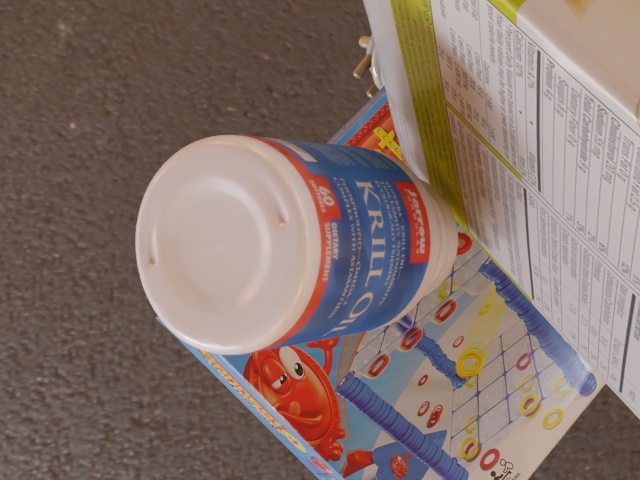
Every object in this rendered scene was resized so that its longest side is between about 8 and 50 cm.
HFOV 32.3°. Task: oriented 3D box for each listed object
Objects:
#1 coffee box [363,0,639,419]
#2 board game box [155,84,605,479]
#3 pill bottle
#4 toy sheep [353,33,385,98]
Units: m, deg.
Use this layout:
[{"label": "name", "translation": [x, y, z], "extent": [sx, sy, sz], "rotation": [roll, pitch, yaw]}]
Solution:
[{"label": "coffee box", "translation": [0.254, -0.119, 0.646], "extent": [0.337, 0.338, 0.334], "rotation": [-36, 62, -7]}, {"label": "board game box", "translation": [0.081, 0.058, 0.916], "extent": [0.302, 0.086, 0.308], "rotation": [45, 73, -6]}, {"label": "pill bottle", "translation": [0.000, 0.000, 0.693], "extent": [0.124, 0.221, 0.124], "rotation": [2, 93, 32]}, {"label": "toy sheep", "translation": [0.082, -0.169, 1.031], "extent": [0.132, 0.091, 0.091], "rotation": [29, 99, 35]}]
